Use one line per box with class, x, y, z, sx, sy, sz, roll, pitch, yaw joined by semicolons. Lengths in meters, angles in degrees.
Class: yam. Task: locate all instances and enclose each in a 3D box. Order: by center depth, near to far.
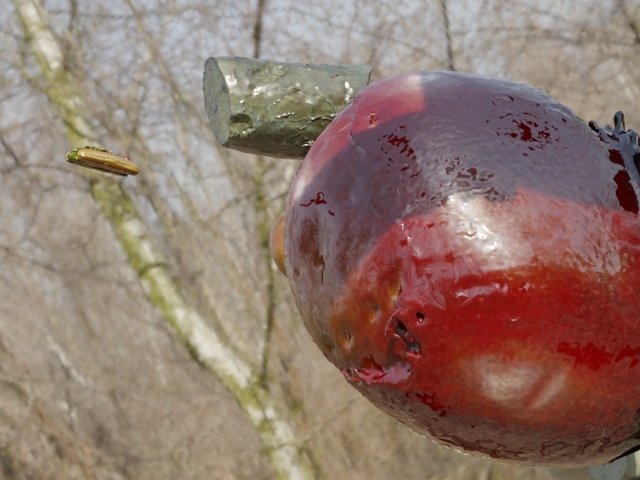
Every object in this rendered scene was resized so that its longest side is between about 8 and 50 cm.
yam;-0.043;-0.192;1.689;0.254;0.154;0.154;3;-15;-17

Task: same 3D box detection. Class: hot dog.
hot dog;-0.219;-0.081;1.148;0.037;0.021;0.083;-1;-11;39

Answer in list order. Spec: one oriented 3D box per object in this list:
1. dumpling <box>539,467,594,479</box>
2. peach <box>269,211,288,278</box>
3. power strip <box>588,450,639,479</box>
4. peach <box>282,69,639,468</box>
dumpling;0.315;0.249;1.357;0.176;0.093;0.150;4;-10;-11
peach;0.000;0.000;1.504;0.138;0.138;0.138;-27;-5;-3
power strip;0.310;0.151;1.219;0.029;0.227;0.080;3;-13;-18
peach;0.162;0.039;1.116;0.353;0.416;0.339;-43;-26;-31
